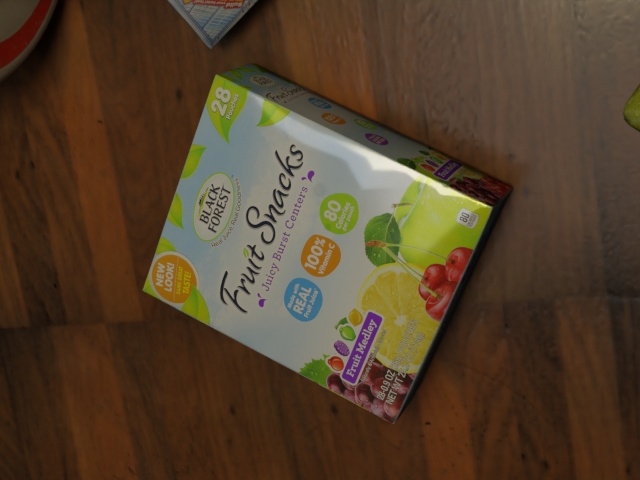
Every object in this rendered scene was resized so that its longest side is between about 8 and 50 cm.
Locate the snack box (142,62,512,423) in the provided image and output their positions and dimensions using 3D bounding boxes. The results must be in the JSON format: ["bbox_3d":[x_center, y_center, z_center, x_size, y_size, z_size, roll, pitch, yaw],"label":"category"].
[{"bbox_3d":[0.000,0.000,0.775,0.207,0.070,0.174,26,113,13],"label":"snack box"}]

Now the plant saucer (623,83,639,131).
[{"bbox_3d":[0.304,-0.095,0.651,0.188,0.045,0.188,34,114,8],"label":"plant saucer"}]

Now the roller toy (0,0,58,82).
[{"bbox_3d":[-0.263,-0.200,0.747,0.146,0.191,0.209,19,113,14],"label":"roller toy"}]

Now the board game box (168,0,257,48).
[{"bbox_3d":[-0.075,-0.214,0.698,0.194,0.194,0.060,-52,51,36],"label":"board game box"}]
